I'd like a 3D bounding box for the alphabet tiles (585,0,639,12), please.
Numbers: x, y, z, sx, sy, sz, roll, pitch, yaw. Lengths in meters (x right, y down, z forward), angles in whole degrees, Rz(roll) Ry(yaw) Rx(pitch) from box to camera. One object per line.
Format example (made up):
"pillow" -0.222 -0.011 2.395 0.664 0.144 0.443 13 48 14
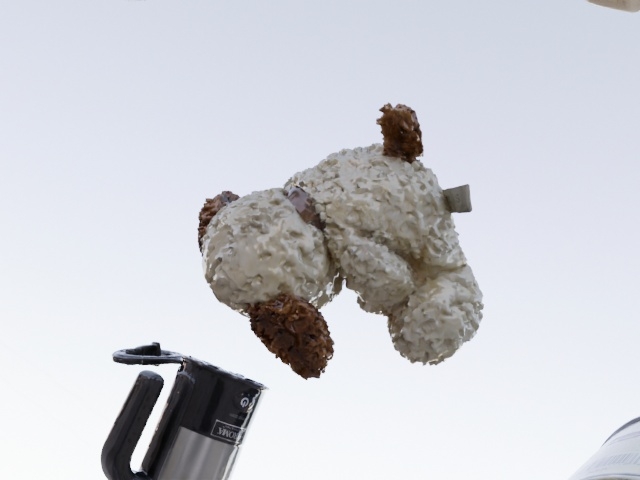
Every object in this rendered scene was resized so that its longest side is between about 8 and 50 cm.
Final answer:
"alphabet tiles" 0.166 -0.207 0.382 0.284 0.021 0.278 32 -18 42

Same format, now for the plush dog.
"plush dog" 0.000 0.000 0.758 0.262 0.225 0.210 51 -21 44

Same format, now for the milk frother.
"milk frother" -0.138 0.167 0.729 0.129 0.134 0.143 26 -11 -23

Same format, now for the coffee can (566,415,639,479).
"coffee can" 0.313 0.280 0.739 0.202 0.275 0.201 1 -88 33
